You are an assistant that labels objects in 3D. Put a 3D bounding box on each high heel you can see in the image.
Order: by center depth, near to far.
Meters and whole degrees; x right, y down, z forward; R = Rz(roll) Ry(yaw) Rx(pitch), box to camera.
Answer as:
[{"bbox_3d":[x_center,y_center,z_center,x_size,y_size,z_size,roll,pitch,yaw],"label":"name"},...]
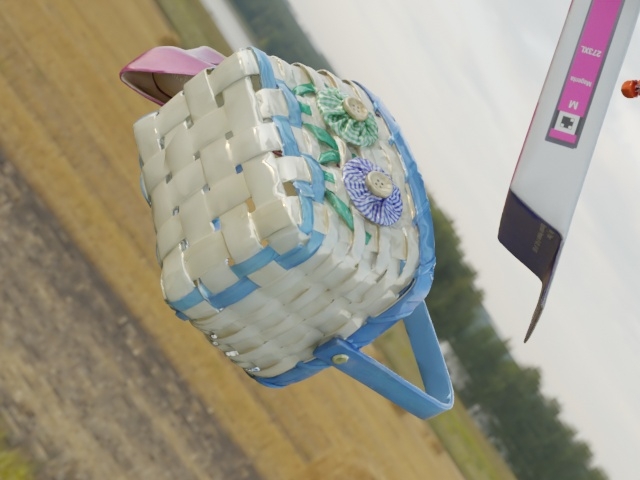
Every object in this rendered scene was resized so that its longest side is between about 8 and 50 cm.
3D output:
[{"bbox_3d":[-0.077,-0.123,1.345,0.244,0.082,0.117,37,35,24],"label":"high heel"}]

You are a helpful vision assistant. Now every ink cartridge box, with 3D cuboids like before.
[{"bbox_3d":[0.217,-0.104,1.212,0.069,0.370,0.176,16,-12,7],"label":"ink cartridge box"}]

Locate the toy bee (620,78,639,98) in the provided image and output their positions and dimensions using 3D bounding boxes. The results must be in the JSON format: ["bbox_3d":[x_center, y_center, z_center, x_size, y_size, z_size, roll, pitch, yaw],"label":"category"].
[{"bbox_3d":[0.387,-0.177,1.441,0.162,0.298,0.195,24,3,42],"label":"toy bee"}]

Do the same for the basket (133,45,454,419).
[{"bbox_3d":[0.000,0.000,1.108,0.289,0.201,0.254,34,32,-52],"label":"basket"}]
